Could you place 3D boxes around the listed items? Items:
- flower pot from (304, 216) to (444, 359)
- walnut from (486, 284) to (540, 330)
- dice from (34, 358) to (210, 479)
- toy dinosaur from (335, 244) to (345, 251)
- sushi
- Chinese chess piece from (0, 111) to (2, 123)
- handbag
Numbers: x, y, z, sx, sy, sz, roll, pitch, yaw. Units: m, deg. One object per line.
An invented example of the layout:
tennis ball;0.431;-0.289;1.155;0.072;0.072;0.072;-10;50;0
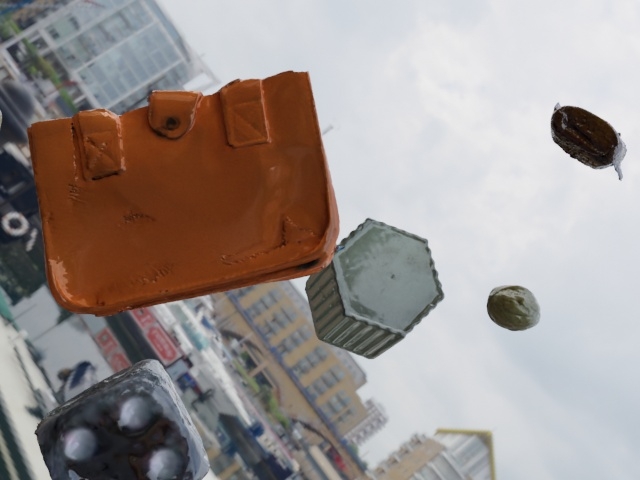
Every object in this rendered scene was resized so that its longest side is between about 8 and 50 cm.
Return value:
flower pot;0.097;0.095;1.379;0.189;0.209;0.239;127;-47;-65
walnut;0.321;0.112;1.198;0.092;0.092;0.092;51;-11;14
dice;-0.269;0.281;1.001;0.182;0.183;0.181;62;-14;-3
toy dinosaur;0.000;0.000;1.110;0.083;0.030;0.047;24;4;-43
sushi;0.336;-0.126;0.905;0.120;0.052;0.055;38;3;27
Chinese chess piece;-0.517;-0.056;0.848;0.141;0.338;0.338;31;-3;-18
handbag;-0.189;-0.067;1.023;0.116;0.411;0.303;68;11;-83
